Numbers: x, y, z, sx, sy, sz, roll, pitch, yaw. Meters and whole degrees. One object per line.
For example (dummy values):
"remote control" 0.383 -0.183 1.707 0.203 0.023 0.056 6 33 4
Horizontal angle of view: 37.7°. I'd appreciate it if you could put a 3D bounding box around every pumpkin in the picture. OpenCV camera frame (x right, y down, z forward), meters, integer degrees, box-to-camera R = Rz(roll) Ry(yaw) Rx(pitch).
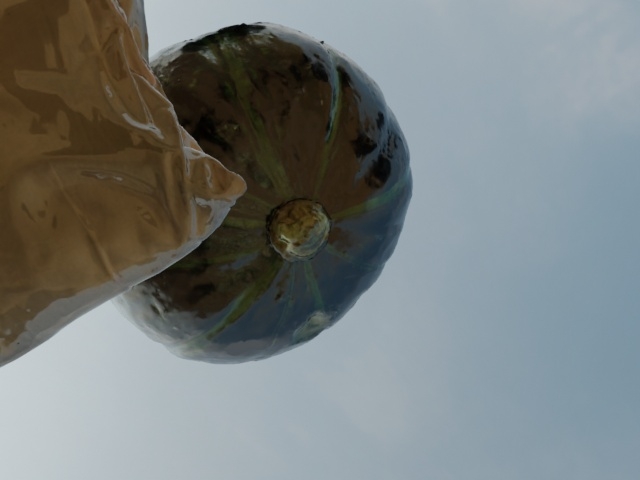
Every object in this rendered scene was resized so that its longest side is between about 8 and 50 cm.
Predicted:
"pumpkin" -0.061 -0.036 0.840 0.315 0.315 0.238 -39 -151 -2

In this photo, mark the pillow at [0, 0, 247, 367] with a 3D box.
"pillow" -0.140 -0.079 0.430 0.173 0.067 0.270 -22 -110 1
